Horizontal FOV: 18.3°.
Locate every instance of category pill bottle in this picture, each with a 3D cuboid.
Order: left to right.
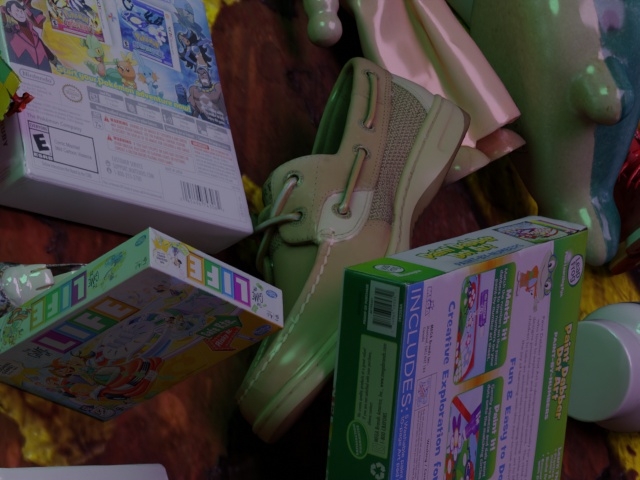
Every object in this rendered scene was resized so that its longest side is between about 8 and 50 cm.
[{"bbox_3d":[0.265,0.103,1.637,0.180,0.108,0.108,-2,67,-52],"label":"pill bottle"}]

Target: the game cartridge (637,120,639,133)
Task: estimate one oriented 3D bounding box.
[{"bbox_3d":[0.325,-0.233,2.011,0.285,0.052,0.324,-7,69,-54],"label":"game cartridge"}]

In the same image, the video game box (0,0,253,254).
[{"bbox_3d":[-0.144,-0.097,1.307,0.205,0.048,0.187,15,56,-47],"label":"video game box"}]

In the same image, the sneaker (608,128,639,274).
[{"bbox_3d":[0.270,-0.054,1.700,0.087,0.221,0.128,-19,79,-16],"label":"sneaker"}]

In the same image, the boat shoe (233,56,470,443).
[{"bbox_3d":[0.000,0.000,1.374,0.110,0.122,0.341,34,42,-6],"label":"boat shoe"}]

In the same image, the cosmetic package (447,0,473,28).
[{"bbox_3d":[0.119,-0.402,1.711,0.453,0.230,0.161,48,35,-19],"label":"cosmetic package"}]

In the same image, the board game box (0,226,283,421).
[{"bbox_3d":[-0.112,0.052,1.143,0.103,0.154,0.026,27,47,-39],"label":"board game box"}]

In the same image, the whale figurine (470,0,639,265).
[{"bbox_3d":[0.221,-0.119,1.659,0.141,0.216,0.272,-13,97,-18],"label":"whale figurine"}]

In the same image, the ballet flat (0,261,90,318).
[{"bbox_3d":[-0.166,0.028,1.194,0.114,0.041,0.041,1,65,-52],"label":"ballet flat"}]

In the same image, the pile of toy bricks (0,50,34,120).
[{"bbox_3d":[-0.213,-0.108,1.167,0.105,0.118,0.212,51,36,-26],"label":"pile of toy bricks"}]

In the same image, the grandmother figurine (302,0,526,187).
[{"bbox_3d":[0.049,-0.210,1.599,0.342,0.104,0.208,63,25,-1],"label":"grandmother figurine"}]

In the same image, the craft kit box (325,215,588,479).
[{"bbox_3d":[0.091,0.122,1.330,0.246,0.061,0.250,-12,111,-53],"label":"craft kit box"}]

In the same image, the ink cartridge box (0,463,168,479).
[{"bbox_3d":[-0.148,0.265,1.020,0.261,0.066,0.296,5,62,-52],"label":"ink cartridge box"}]
